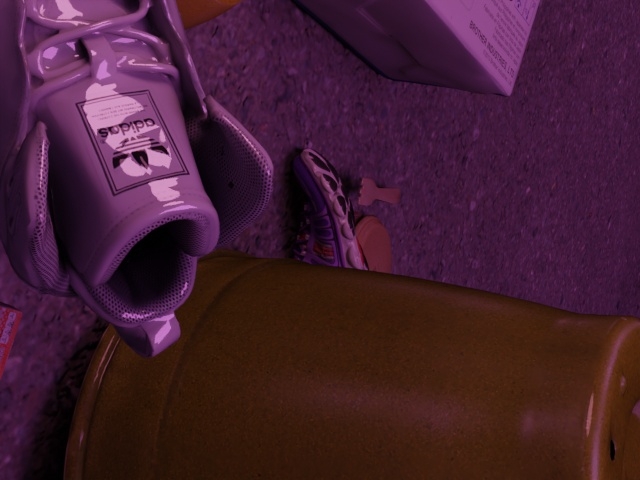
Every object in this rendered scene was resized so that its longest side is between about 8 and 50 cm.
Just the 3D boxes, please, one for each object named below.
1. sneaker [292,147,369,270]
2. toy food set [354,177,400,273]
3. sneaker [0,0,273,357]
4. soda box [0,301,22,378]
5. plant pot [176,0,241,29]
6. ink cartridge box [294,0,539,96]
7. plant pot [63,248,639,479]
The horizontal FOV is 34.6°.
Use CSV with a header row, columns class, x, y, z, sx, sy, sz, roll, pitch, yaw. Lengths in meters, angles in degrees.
class,x,y,z,sx,sy,sz,roll,pitch,yaw
sneaker,0.000,0.000,0.943,0.068,0.071,0.169,-84,160,-70
toy food set,0.035,0.033,1.051,0.132,0.039,0.192,4,95,-67
sneaker,-0.106,-0.118,0.491,0.137,0.210,0.365,-14,135,-26
soda box,-0.241,0.115,0.595,0.063,0.058,0.183,26,80,-59
plant pot,-0.094,-0.192,0.667,0.134,0.095,0.134,-33,130,-50
ink cartridge box,0.120,-0.358,0.895,0.270,0.151,0.395,25,82,-60
plant pot,0.070,0.179,0.761,0.366,0.353,0.366,11,77,-58
